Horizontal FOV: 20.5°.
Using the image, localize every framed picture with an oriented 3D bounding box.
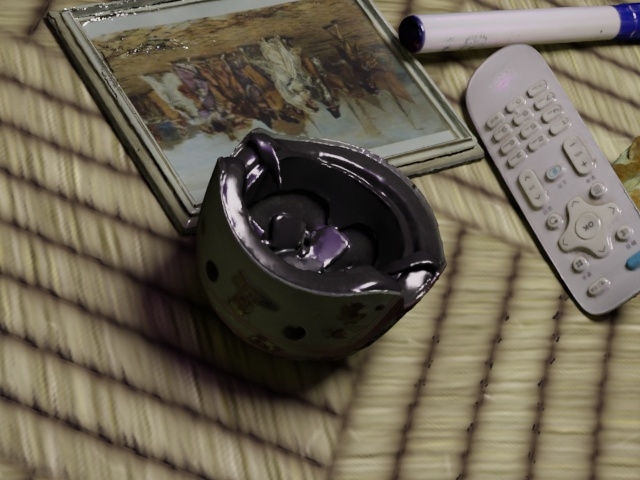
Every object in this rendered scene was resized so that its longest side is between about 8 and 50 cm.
[{"bbox_3d":[-0.034,-0.114,1.280,0.274,0.017,0.217,-17,60,-35],"label":"framed picture"}]

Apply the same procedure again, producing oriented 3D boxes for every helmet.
[{"bbox_3d":[-0.010,0.014,1.121,0.153,0.107,0.177,35,27,12],"label":"helmet"}]

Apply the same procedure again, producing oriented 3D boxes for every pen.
[{"bbox_3d":[0.175,-0.169,1.404,0.269,0.033,0.033,-8,55,-34],"label":"pen"}]

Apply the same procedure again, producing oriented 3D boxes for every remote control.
[{"bbox_3d":[0.176,-0.048,1.292,0.044,0.073,0.229,27,31,-57],"label":"remote control"}]

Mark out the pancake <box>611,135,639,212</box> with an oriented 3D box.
[{"bbox_3d":[0.376,-0.023,1.368,0.377,0.054,0.197,7,47,-17],"label":"pancake"}]
